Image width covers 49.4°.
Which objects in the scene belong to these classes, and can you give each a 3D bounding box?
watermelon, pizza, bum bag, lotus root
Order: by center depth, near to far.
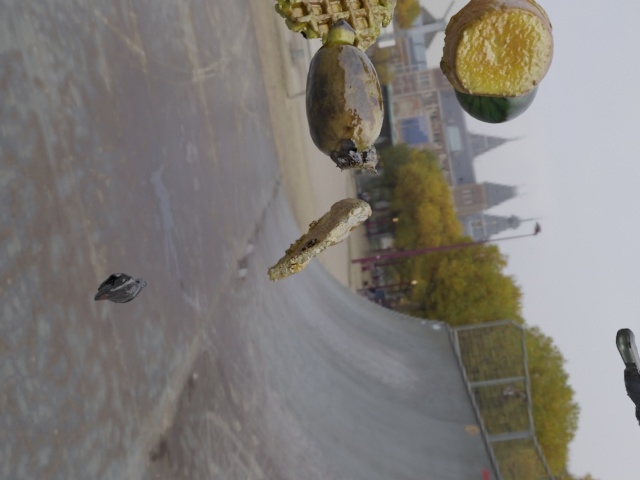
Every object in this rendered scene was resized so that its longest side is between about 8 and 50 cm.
[{"bbox_3d":[-0.260,0.064,0.908,0.124,0.057,0.034,112,-45,-82],"label":"bum bag"},{"bbox_3d":[0.041,-0.275,1.358,0.169,0.141,0.314,167,-84,-70],"label":"lotus root"},{"bbox_3d":[0.000,0.000,1.666,0.071,0.297,0.189,56,-20,-14],"label":"pizza"},{"bbox_3d":[0.483,-0.443,1.921,0.242,0.242,0.243,-8,90,-85],"label":"watermelon"}]

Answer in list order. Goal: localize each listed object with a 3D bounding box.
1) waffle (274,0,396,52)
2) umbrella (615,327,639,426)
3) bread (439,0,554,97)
[{"bbox_3d":[0.021,-0.578,1.568,0.302,0.324,0.068,-64,-170,-15],"label":"waffle"},{"bbox_3d":[0.543,0.255,1.177,0.248,0.070,0.071,57,14,-21],"label":"umbrella"},{"bbox_3d":[0.406,-0.441,1.588,0.146,0.268,0.269,-94,174,-59],"label":"bread"}]
